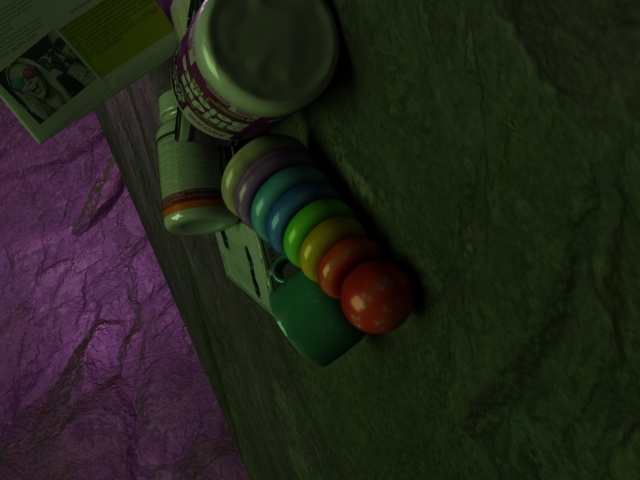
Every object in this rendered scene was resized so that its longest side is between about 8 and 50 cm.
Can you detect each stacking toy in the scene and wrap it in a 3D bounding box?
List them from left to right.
[{"bbox_3d":[0.000,0.000,1.011,0.330,0.141,0.141,50,152,39],"label":"stacking toy"}]

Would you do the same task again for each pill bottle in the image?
[{"bbox_3d":[-0.203,-0.128,1.267,0.121,0.121,0.221,134,130,-69],"label":"pill bottle"},{"bbox_3d":[-0.102,-0.220,1.007,0.301,0.169,0.169,-8,101,71],"label":"pill bottle"}]

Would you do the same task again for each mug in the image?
[{"bbox_3d":[-0.002,0.085,1.083,0.158,0.097,0.129,51,-167,-6],"label":"mug"}]

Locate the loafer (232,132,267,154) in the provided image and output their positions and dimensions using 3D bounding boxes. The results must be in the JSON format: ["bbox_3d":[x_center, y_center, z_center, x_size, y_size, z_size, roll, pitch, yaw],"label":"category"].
[{"bbox_3d":[-0.119,-0.152,1.294,0.061,0.062,0.170,-136,33,-62],"label":"loafer"}]

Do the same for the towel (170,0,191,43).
[{"bbox_3d":[-0.204,-0.315,1.387,0.187,0.049,0.282,-5,103,70],"label":"towel"}]

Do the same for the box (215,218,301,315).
[{"bbox_3d":[-0.104,0.011,1.364,0.290,0.087,0.169,26,133,65],"label":"box"}]

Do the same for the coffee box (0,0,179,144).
[{"bbox_3d":[-0.519,-0.458,1.503,0.334,0.338,0.337,58,175,-36],"label":"coffee box"}]

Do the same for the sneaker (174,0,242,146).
[{"bbox_3d":[-0.150,-0.281,1.209,0.107,0.124,0.283,160,116,-76],"label":"sneaker"}]
